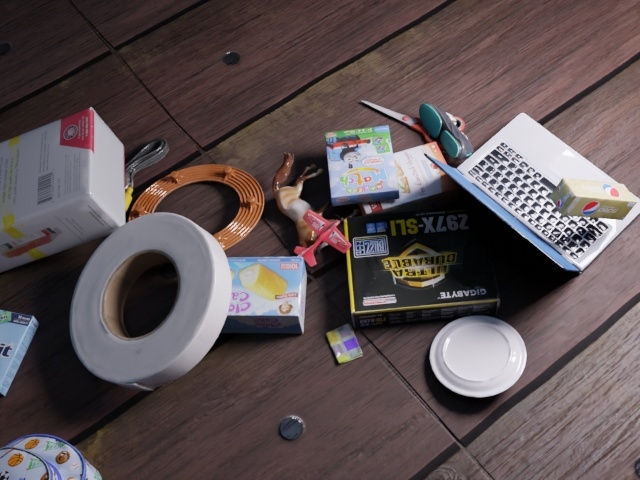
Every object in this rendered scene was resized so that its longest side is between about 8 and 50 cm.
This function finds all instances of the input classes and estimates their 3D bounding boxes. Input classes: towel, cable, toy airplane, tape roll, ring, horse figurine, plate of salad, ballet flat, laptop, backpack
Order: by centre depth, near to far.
[{"bbox_3d":[-0.558,0.503,1.505,0.276,0.213,0.263,16,49,19],"label":"backpack"},{"bbox_3d":[0.331,0.246,1.666,0.200,0.048,0.200,-8,48,9],"label":"plate of salad"},{"bbox_3d":[-0.373,0.129,1.721,0.392,0.072,0.392,-11,64,23],"label":"tape roll"},{"bbox_3d":[0.052,0.225,1.730,0.060,0.009,0.083,-18,57,-7],"label":"towel"},{"bbox_3d":[0.490,-0.129,1.760,0.408,0.236,0.382,-40,69,-19],"label":"laptop"},{"bbox_3d":[0.000,0.000,1.813,0.151,0.028,0.151,-6,60,11],"label":"toy airplane"},{"bbox_3d":[-0.034,-0.090,1.908,0.174,0.066,0.263,-38,69,-9],"label":"horse figurine"},{"bbox_3d":[-0.303,-0.081,1.917,0.336,0.032,0.336,-5,45,5],"label":"ring"},{"bbox_3d":[0.319,-0.273,1.980,0.074,0.074,0.203,-23,52,-9],"label":"ballet flat"},{"bbox_3d":[-0.498,-0.155,2.028,0.139,0.072,0.287,6,43,30],"label":"cable"}]

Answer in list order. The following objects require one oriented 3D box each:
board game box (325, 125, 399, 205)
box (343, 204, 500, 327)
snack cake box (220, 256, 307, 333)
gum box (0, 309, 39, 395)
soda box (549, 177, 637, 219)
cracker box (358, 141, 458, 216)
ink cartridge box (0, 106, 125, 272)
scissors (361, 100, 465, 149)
[{"bbox_3d":[0.097,-0.181,1.896,0.160,0.039,0.211,-7,54,2],"label":"board game box"},{"bbox_3d":[0.221,0.056,1.785,0.322,0.079,0.257,-5,55,3],"label":"box"},{"bbox_3d":[-0.168,0.123,1.773,0.264,0.089,0.152,-1,56,6],"label":"snack cake box"},{"bbox_3d":[-0.747,0.245,1.781,0.157,0.041,0.184,9,57,12],"label":"gum box"},{"bbox_3d":[0.589,-0.089,1.709,0.181,0.058,0.061,4,44,-27],"label":"soda box"},{"bbox_3d":[0.198,-0.136,1.919,0.232,0.067,0.156,-17,56,-5],"label":"cracker box"},{"bbox_3d":[-0.675,-0.113,1.893,0.384,0.160,0.279,-18,55,10],"label":"ink cartridge box"},{"bbox_3d":[0.233,-0.302,2.050,0.297,0.021,0.109,15,62,13],"label":"scissors"}]
